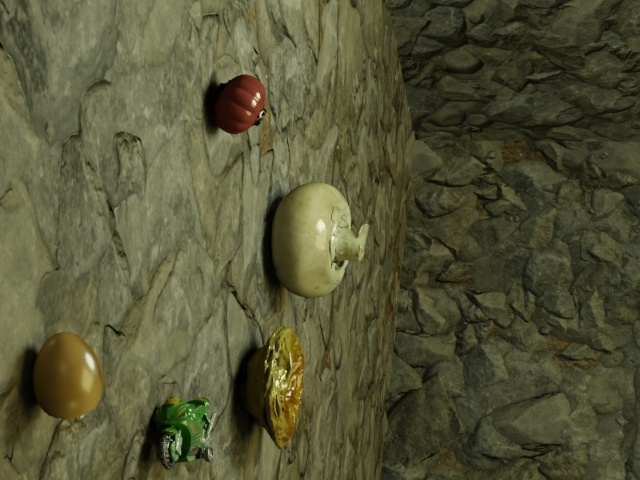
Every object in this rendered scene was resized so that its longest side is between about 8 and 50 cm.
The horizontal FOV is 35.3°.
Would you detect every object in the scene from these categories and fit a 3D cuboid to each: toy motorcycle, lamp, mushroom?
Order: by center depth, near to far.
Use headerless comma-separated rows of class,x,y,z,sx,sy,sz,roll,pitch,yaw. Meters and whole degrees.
toy motorcycle,-0.210,0.290,1.538,0.190,0.074,0.106,22,62,-76
lamp,-0.138,-0.232,1.709,0.107,0.092,0.107,-57,-171,15
mushroom,0.000,0.000,2.104,0.246,0.202,0.246,6,90,-67

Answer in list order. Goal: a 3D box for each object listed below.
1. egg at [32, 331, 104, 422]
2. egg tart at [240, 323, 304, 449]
egg,-0.287,0.153,1.144,0.080,0.080,0.096,-43,136,-72
egg tart,-0.091,0.280,1.949,0.241,0.106,0.241,2,90,-80
